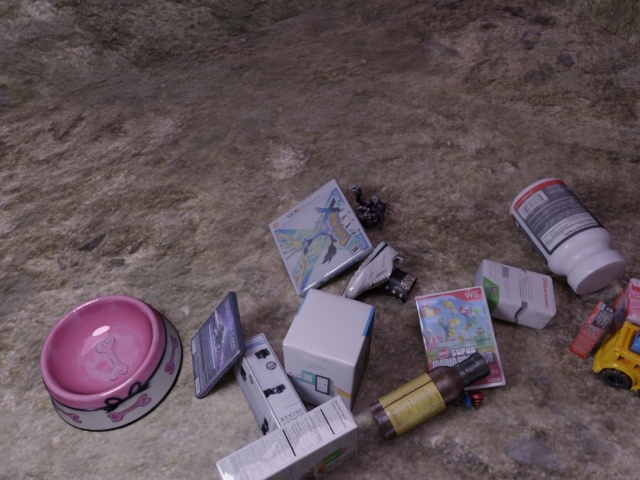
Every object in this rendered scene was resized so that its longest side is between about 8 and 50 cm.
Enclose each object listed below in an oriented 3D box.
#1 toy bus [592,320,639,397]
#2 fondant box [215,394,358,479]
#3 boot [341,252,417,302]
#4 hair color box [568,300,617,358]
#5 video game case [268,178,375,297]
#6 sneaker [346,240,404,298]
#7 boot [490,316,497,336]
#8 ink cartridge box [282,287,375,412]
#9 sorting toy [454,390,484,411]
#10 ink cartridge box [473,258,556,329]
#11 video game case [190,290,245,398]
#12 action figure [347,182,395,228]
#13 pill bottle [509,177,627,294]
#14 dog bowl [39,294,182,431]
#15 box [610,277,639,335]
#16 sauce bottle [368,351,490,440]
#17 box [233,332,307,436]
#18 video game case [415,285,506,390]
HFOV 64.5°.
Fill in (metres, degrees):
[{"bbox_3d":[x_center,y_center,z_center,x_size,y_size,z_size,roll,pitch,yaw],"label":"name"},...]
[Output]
[{"bbox_3d":[0.903,0.323,1.389,0.220,0.212,0.149,29,57,22],"label":"toy bus"},{"bbox_3d":[-0.068,0.543,1.256,0.330,0.238,0.096,-23,52,-14],"label":"fondant box"},{"bbox_3d":[0.189,0.158,1.646,0.178,0.085,0.236,29,60,20],"label":"boot"},{"bbox_3d":[0.787,0.261,1.471,0.053,0.167,0.093,34,60,27],"label":"hair color box"},{"bbox_3d":[-0.007,-0.015,1.739,0.299,0.036,0.329,-34,54,12],"label":"video game case"},{"bbox_3d":[0.169,0.104,1.590,0.094,0.090,0.235,38,64,10],"label":"sneaker"},{"bbox_3d":[0.530,0.238,1.589,0.086,0.042,0.118,-29,59,-25],"label":"boot"},{"bbox_3d":[0.025,0.310,1.405,0.197,0.270,0.198,14,48,13],"label":"ink cartridge box"},{"bbox_3d":[0.411,0.452,1.424,0.101,0.061,0.042,-7,85,7],"label":"sorting toy"},{"bbox_3d":[0.599,0.167,1.579,0.219,0.093,0.160,15,47,4],"label":"ink cartridge box"},{"bbox_3d":[-0.303,0.304,1.467,0.026,0.274,0.196,15,41,-35],"label":"video game case"},{"bbox_3d":[0.131,-0.110,1.829,0.275,0.141,0.164,-17,46,-6],"label":"action figure"},{"bbox_3d":[0.804,-0.016,1.664,0.210,0.210,0.363,-16,53,-9],"label":"pill bottle"},{"bbox_3d":[-0.631,0.340,1.512,0.407,0.150,0.408,-1,51,2],"label":"dog bowl"},{"bbox_3d":[1.035,0.249,1.481,0.299,0.142,0.154,17,54,17],"label":"box"},{"bbox_3d":[0.302,0.418,1.386,0.344,0.111,0.111,-26,54,-5],"label":"sauce bottle"},{"bbox_3d":[-0.141,0.423,1.393,0.087,0.169,0.290,-16,52,-28],"label":"box"},{"bbox_3d":[0.402,0.288,1.475,0.203,0.025,0.286,-11,75,7],"label":"video game case"}]
